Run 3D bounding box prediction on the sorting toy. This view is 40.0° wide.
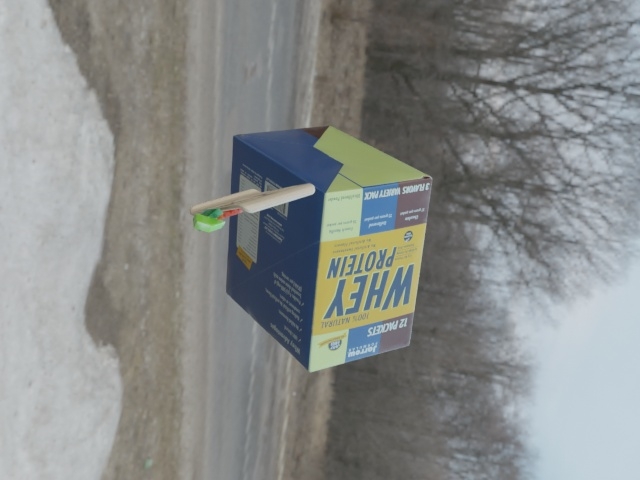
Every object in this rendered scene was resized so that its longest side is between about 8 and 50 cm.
[{"bbox_3d":[-0.052,-0.019,0.534,0.083,0.062,0.012,-20,103,-40],"label":"sorting toy"}]

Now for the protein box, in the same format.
[{"bbox_3d":[0.000,0.000,0.979,0.200,0.136,0.201,35,-52,49],"label":"protein box"}]
